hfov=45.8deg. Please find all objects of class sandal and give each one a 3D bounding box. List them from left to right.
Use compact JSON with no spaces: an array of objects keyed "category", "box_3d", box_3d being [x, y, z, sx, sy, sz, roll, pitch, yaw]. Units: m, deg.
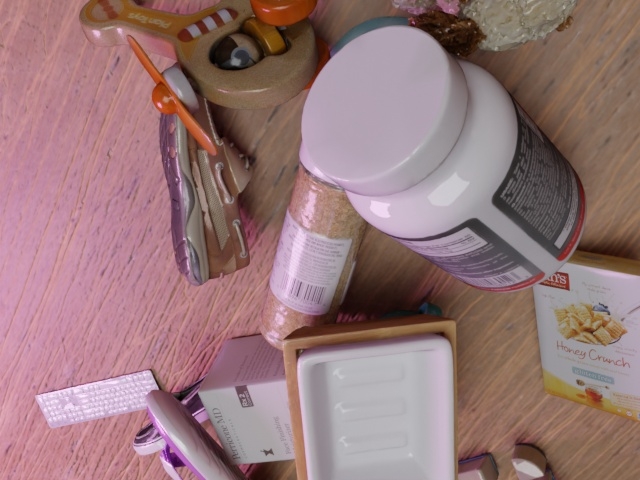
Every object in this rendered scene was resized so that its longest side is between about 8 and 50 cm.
[{"category":"sandal","box_3d":[-0.185,0.400,1.241,0.102,0.169,0.416,-38,131,-11]}]

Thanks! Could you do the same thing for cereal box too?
[{"category":"cereal box","box_3d":[0.392,0.131,1.071,0.173,0.047,0.240,11,123,45]}]

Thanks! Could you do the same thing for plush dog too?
[{"category":"plush dog","box_3d":[0.214,-0.283,0.842,0.262,0.225,0.210,-34,110,28]}]

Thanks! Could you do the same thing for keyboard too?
[{"category":"keyboard","box_3d":[-0.406,0.291,1.387,0.256,0.014,0.072,-15,111,18]}]

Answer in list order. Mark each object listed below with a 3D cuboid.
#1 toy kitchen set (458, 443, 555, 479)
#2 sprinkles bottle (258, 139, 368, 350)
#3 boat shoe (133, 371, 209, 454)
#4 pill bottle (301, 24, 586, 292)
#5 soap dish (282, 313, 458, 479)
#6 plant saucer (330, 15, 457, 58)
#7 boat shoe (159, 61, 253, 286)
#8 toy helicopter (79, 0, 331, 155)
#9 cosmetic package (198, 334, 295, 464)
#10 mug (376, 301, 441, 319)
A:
[{"category":"toy kitchen set","box_3d":[0.325,0.449,1.266,0.166,0.122,0.207,-23,88,22]},{"category":"sprinkles bottle","box_3d":[0.000,0.000,1.077,0.121,0.121,0.355,19,124,3]},{"category":"boat shoe","box_3d":[-0.253,0.298,1.326,0.219,0.078,0.070,-34,105,16]},{"category":"pill bottle","box_3d":[0.154,-0.082,0.879,0.210,0.210,0.363,-31,146,23]},{"category":"soap dish","box_3d":[0.072,0.240,1.057,0.229,0.118,0.290,-7,112,-4]},{"category":"plant saucer","box_3d":[0.094,-0.202,1.027,0.195,0.037,0.194,5,115,10]},{"category":"boat shoe","box_3d":[-0.163,-0.098,1.103,0.117,0.123,0.324,-9,108,-20]},{"category":"toy helicopter","box_3d":[-0.174,-0.245,0.978,0.355,0.235,0.140,19,152,22]},{"category":"cosmetic package","box_3d":[-0.068,0.246,1.212,0.184,0.151,0.151,-12,112,17]},{"category":"mug","box_3d":[0.138,0.167,1.160,0.158,0.097,0.129,-27,106,22]}]
